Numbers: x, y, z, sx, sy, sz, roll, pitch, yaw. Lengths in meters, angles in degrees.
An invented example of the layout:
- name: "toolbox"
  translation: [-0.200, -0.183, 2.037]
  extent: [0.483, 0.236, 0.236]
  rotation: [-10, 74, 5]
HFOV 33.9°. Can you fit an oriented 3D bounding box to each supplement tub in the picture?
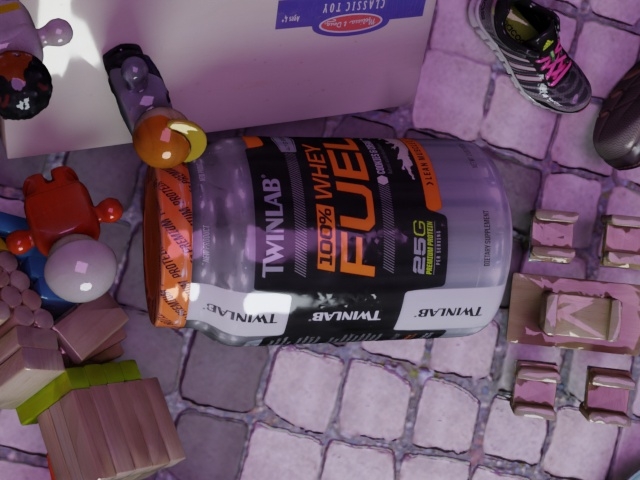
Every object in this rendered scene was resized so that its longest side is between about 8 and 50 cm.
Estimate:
- name: "supplement tub"
  translation: [0.000, 0.000, 0.975]
  extent: [0.316, 0.193, 0.194]
  rotation: [-2, 93, -16]

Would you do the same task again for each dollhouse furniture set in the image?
- name: "dollhouse furniture set"
  translation: [0.323, 0.081, 1.124]
  extent: [0.242, 0.161, 0.212]
  rotation: [6, 91, 6]

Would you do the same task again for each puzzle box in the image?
- name: "puzzle box"
  translation: [-0.080, -0.218, 0.913]
  extent: [0.409, 0.052, 0.272]
  rotation: [-10, 133, -23]

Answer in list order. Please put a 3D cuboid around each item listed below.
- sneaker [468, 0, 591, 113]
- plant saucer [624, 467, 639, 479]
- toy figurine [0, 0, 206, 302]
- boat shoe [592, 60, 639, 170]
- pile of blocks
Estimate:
- name: "sneaker"
  translation: [0.227, -0.196, 1.090]
  extent: [0.170, 0.075, 0.063]
  rotation: [45, 81, -14]
- name: "plant saucer"
  translation: [0.422, 0.385, 1.194]
  extent: [0.317, 0.043, 0.318]
  rotation: [-1, 94, -16]
- name: "toy figurine"
  translation: [-0.221, -0.069, 0.822]
  extent: [0.213, 0.148, 0.209]
  rotation: [23, 116, -42]
- name: "boat shoe"
  translation: [0.449, -0.182, 1.126]
  extent: [0.355, 0.132, 0.130]
  rotation: [-41, 102, -9]
- name: "pile of blocks"
  translation: [-0.278, 0.088, 0.961]
  extent: [0.112, 0.149, 0.362]
  rotation: [-35, 93, 32]
